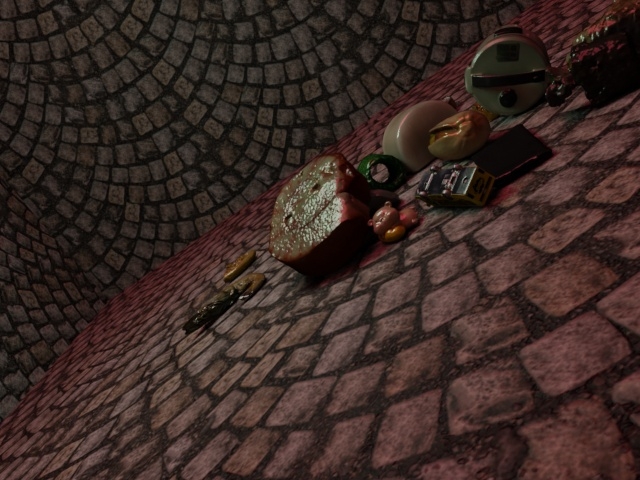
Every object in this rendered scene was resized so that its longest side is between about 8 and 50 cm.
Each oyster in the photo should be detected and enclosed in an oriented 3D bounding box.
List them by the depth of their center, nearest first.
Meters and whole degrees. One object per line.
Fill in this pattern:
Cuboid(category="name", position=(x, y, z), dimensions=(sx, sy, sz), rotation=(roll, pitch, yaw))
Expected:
Cuboid(category="oyster", position=(0.743, -0.493, 1.437), dimensions=(0.342, 0.166, 0.110), rotation=(-9, 16, 27))

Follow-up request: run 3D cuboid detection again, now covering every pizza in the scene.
Cuboid(category="pizza", position=(-0.299, 0.093, 2.209), dimensions=(0.178, 0.041, 0.131), rotation=(-43, 14, -28))

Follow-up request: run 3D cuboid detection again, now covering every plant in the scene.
Cuboid(category="plant", position=(0.592, -0.365, 1.355), dimensions=(0.203, 0.131, 0.142), rotation=(-12, 27, 40))

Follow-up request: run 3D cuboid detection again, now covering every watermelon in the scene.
Cuboid(category="watermelon", position=(0.415, -0.445, 2.229), dimensions=(0.187, 0.071, 0.139), rotation=(-27, 21, 3))

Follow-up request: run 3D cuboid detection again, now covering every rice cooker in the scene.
Cuboid(category="rice cooker", position=(0.519, -0.471, 1.704), dimensions=(0.226, 0.226, 0.244), rotation=(-28, 17, 32))

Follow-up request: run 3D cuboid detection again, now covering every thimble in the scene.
Cuboid(category="thimble", position=(0.178, -0.200, 1.838), dimensions=(0.130, 0.118, 0.090), rotation=(-20, 12, -17))

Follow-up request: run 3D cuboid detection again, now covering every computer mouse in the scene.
Cuboid(category="computer mouse", position=(0.107, -0.093, 1.707), dimensions=(0.231, 0.079, 0.128), rotation=(-7, -7, 37))

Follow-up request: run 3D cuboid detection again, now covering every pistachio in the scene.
Cuboid(category="pistachio", position=(0.372, -0.274, 1.655), dimensions=(0.145, 0.117, 0.200), rotation=(0, -10, -23))

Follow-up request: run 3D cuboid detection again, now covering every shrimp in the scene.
Cuboid(category="shrimp", position=(-0.276, 0.181, 1.833), dimensions=(0.169, 0.058, 0.296), rotation=(-16, 21, 50))

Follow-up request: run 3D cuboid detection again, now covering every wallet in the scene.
Cuboid(category="wallet", position=(0.428, -0.195, 1.407), dimensions=(0.146, 0.030, 0.285), rotation=(-29, 16, 15))

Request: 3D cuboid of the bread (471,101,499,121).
Cuboid(category="bread", position=(0.511, -0.374, 1.839), dimensions=(0.109, 0.080, 0.084), rotation=(16, 43, 27))

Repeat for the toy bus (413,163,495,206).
Cuboid(category="toy bus", position=(0.288, -0.121, 1.361), dimensions=(0.081, 0.074, 0.226), rotation=(-68, 18, -6))

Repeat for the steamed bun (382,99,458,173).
Cuboid(category="steamed bun", position=(0.303, -0.329, 1.885), dimensions=(0.242, 0.164, 0.146), rotation=(-39, 12, -13))

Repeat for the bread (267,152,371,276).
Cuboid(category="bread", position=(-0.009, -0.065, 1.594), dimensions=(0.295, 0.114, 0.327), rotation=(-34, 40, 29))

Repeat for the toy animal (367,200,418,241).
Cuboid(category="toy animal", position=(0.168, -0.048, 1.437), dimensions=(0.114, 0.082, 0.091), rotation=(-33, 15, 12))
